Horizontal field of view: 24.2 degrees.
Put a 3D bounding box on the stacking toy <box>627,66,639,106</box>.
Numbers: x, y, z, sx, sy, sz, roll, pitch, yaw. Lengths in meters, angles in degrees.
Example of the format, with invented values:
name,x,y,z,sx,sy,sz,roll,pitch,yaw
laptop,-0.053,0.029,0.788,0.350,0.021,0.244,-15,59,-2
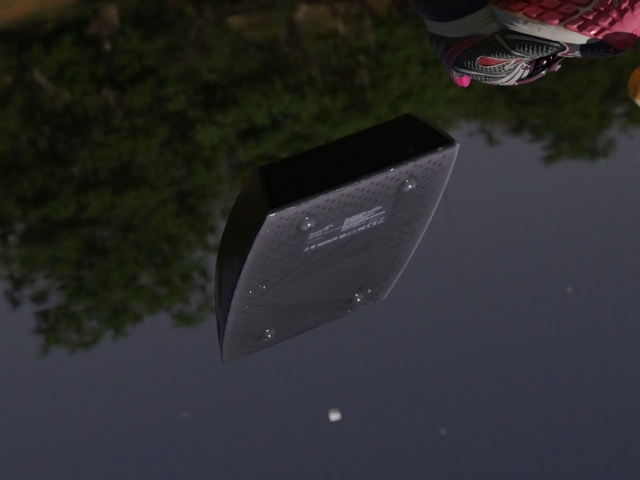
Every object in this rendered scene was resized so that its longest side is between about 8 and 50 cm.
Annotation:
name,x,y,z,sx,sy,sz,roll,pitch,yaw
stacking toy,0.384,-0.109,1.348,0.302,0.166,0.175,10,-174,-39

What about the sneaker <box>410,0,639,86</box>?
name,x,y,z,sx,sy,sz,roll,pitch,yaw
sneaker,0.205,-0.202,1.417,0.121,0.112,0.299,-30,-159,-18

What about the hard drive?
name,x,y,z,sx,sy,sz,roll,pitch,yaw
hard drive,0.000,0.000,1.131,0.172,0.054,0.255,-21,158,-20
